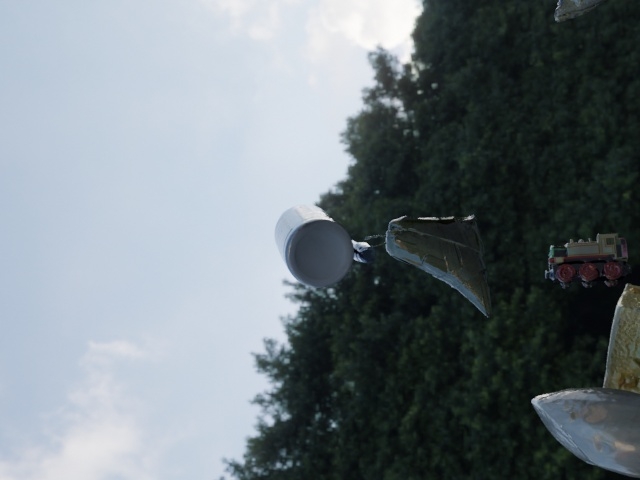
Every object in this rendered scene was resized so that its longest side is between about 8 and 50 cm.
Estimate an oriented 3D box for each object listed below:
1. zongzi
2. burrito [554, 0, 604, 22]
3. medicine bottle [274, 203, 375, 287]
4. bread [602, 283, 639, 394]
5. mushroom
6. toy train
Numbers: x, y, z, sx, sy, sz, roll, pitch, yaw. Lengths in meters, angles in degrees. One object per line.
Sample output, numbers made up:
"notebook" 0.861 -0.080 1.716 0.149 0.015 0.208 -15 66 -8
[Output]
"zongzi" 0.123 0.033 0.925 0.062 0.154 0.130 101 166 -63
"burrito" 0.588 -0.535 1.620 0.058 0.229 0.063 22 -139 -48
"medicine bottle" 0.000 0.000 0.766 0.220 0.092 0.061 -133 62 -78
"bread" 0.627 0.237 1.531 0.185 0.114 0.274 -23 -62 -60
"mushroom" 0.480 0.289 1.146 0.128 0.350 0.128 -20 -67 -59
"toy train" 0.449 0.034 1.315 0.050 0.138 0.087 54 -146 -64
